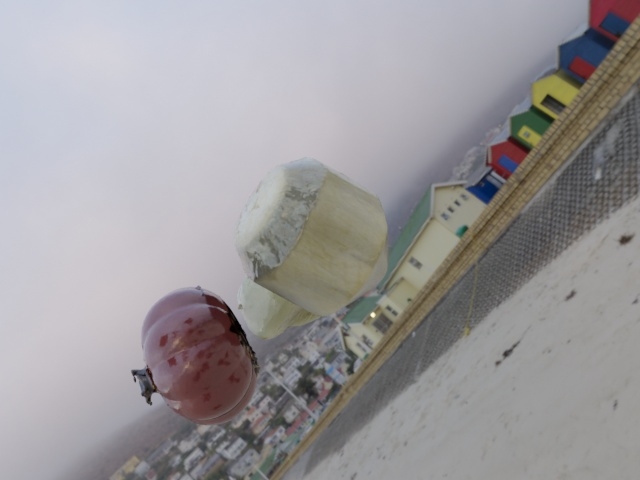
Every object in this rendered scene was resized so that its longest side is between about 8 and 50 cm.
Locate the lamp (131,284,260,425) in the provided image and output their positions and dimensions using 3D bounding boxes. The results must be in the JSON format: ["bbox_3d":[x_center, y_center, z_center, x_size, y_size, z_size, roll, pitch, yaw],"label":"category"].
[{"bbox_3d":[-0.159,0.148,0.611,0.140,0.181,0.182,-26,-18,-7],"label":"lamp"}]

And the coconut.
[{"bbox_3d":[0.000,0.000,0.688,0.202,0.222,0.202,-43,30,32],"label":"coconut"}]

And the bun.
[{"bbox_3d":[-0.053,0.081,0.904,0.230,0.145,0.229,-30,-29,-19],"label":"bun"}]
